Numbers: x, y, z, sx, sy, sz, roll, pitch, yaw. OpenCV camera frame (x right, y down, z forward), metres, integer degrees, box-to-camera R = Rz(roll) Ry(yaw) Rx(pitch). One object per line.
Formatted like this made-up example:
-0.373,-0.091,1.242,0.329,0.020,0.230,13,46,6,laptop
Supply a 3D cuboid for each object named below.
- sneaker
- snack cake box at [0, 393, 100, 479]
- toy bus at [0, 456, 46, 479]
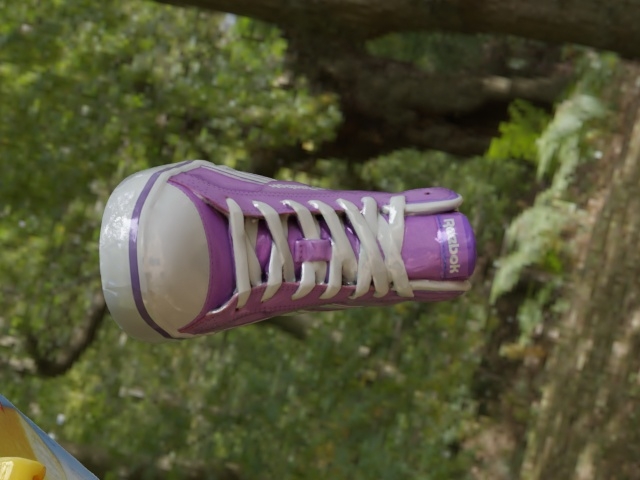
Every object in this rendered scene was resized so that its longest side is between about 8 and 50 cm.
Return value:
0.000,-0.001,0.800,0.282,0.161,0.102,-6,-88,-64,sneaker
-0.214,0.191,0.842,0.089,0.152,0.264,58,-179,40,snack cake box
-0.111,0.169,0.505,0.220,0.211,0.149,127,158,-57,toy bus
